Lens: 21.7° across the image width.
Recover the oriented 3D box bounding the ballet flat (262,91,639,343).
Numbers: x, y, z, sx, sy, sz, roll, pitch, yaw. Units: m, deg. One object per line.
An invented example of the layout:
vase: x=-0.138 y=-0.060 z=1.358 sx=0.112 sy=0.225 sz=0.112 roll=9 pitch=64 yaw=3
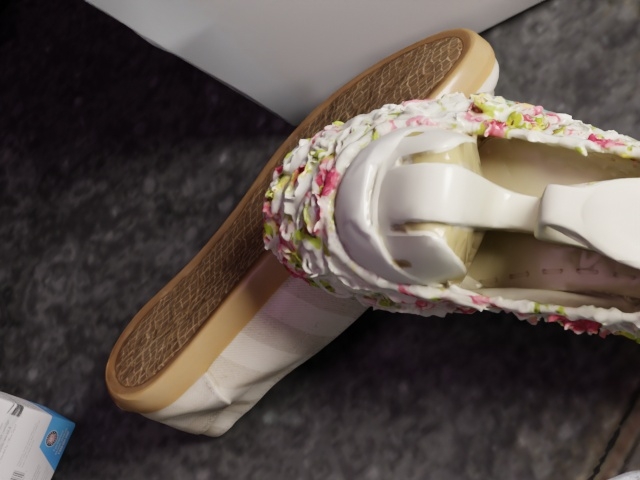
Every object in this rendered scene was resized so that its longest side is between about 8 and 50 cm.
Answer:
ballet flat: x=0.077 y=-0.011 z=0.588 sx=0.241 sy=0.077 sz=0.091 roll=5 pitch=85 yaw=25

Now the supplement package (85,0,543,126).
supplement package: x=0.022 y=-0.213 z=0.679 sx=0.262 sy=0.199 sz=0.198 roll=-24 pitch=57 yaw=31

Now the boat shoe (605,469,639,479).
boat shoe: x=0.122 y=0.170 z=0.509 sx=0.081 sy=0.079 sz=0.228 roll=-34 pitch=49 yaw=30

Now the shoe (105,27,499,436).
shoe: x=0.000 y=0.000 z=0.711 sx=0.219 sy=0.058 sz=0.076 roll=-45 pitch=29 yaw=11

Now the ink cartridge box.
ink cartridge box: x=-0.161 y=0.093 z=0.780 sx=0.028 sy=0.083 sz=0.048 roll=21 pitch=85 yaw=43
